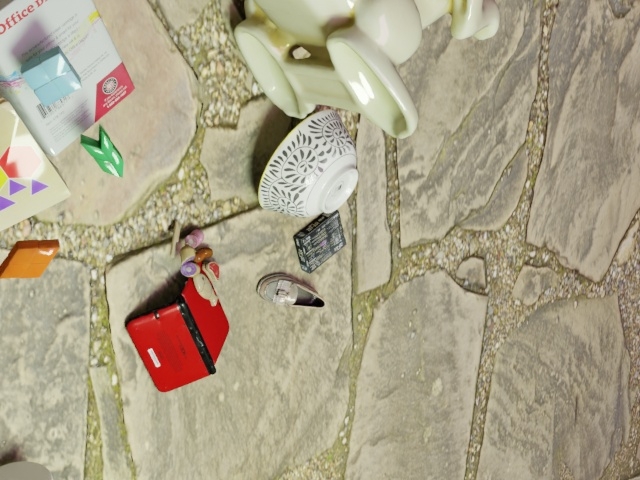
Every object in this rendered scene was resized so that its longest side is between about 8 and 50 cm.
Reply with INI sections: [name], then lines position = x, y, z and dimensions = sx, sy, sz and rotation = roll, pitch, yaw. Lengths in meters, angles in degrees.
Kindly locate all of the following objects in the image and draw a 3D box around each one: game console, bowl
[game console]
position = -0.193, 0.118, 1.684
dimensions = 0.124, 0.085, 0.144
rotation = -21, 129, -3
[bowl]
position = 0.000, -0.090, 1.700
dimensions = 0.170, 0.080, 0.170
rotation = -43, 157, -24

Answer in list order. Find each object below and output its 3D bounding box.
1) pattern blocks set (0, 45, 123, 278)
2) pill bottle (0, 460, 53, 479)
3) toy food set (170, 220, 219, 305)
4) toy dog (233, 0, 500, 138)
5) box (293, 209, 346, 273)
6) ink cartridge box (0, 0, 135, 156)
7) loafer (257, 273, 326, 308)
[pattern blocks set]
position = -0.371, -0.062, 1.270
dimensions = 0.324, 0.026, 0.285
rotation = -20, 129, -3
[pill bottle]
position = -0.364, 0.389, 1.543
dimensions = 0.119, 0.119, 0.209
rotation = -32, 130, -35
[toy food set]
position = -0.161, 0.027, 1.647
dimensions = 0.122, 0.019, 0.078
rotation = 52, 35, -49
[toy dog]
position = 0.074, -0.392, 1.571
dimensions = 0.408, 0.284, 0.395
rotation = -49, 120, -21
[box]
position = 0.000, 0.000, 1.835
dimensions = 0.083, 0.018, 0.067
rotation = -39, 134, -29
[ink cartridge box]
position = -0.309, -0.207, 1.305
dimensions = 0.128, 0.127, 0.176
rotation = -43, 136, -24
[loafer]
position = -0.039, 0.079, 1.813
dimensions = 0.125, 0.039, 0.045
rotation = 14, 98, -50
